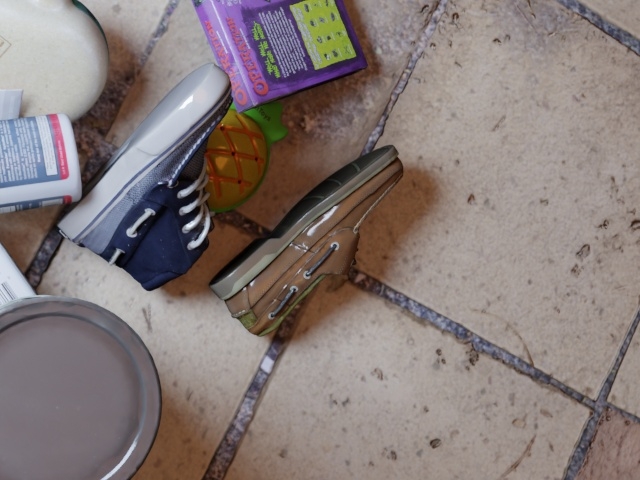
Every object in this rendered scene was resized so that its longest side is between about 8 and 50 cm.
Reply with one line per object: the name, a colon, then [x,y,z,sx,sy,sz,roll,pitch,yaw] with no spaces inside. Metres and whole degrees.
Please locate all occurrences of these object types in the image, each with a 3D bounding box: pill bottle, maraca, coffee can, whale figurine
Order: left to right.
pill bottle: [-0.376,-0.085,1.244,0.180,0.108,0.108,-10,90,-17]
whale figurine: [-0.381,-0.254,1.281,0.272,0.141,0.216,36,112,-29]
coffee can: [-0.285,0.157,1.111,0.201,0.275,0.201,1,88,-17]
maraca: [-0.118,-0.122,1.389,0.127,0.099,0.186,41,71,-21]

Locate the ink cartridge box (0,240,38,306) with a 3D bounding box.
ink cartridge box: [-0.413,0.159,1.286,0.226,0.131,0.306,-34,98,-14]

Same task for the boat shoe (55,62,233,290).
boat shoe: [-0.169,-0.066,1.283,0.158,0.340,0.127,39,45,-16]

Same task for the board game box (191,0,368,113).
board game box: [-0.084,-0.357,1.393,0.208,0.056,0.347,-25,95,-41]

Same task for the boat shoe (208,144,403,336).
boat shoe: [0.000,0.000,1.418,0.307,0.111,0.104,-39,101,-3]

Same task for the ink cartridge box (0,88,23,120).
ink cartridge box: [-0.477,-0.134,1.263,0.224,0.181,0.056,-5,56,-26]
